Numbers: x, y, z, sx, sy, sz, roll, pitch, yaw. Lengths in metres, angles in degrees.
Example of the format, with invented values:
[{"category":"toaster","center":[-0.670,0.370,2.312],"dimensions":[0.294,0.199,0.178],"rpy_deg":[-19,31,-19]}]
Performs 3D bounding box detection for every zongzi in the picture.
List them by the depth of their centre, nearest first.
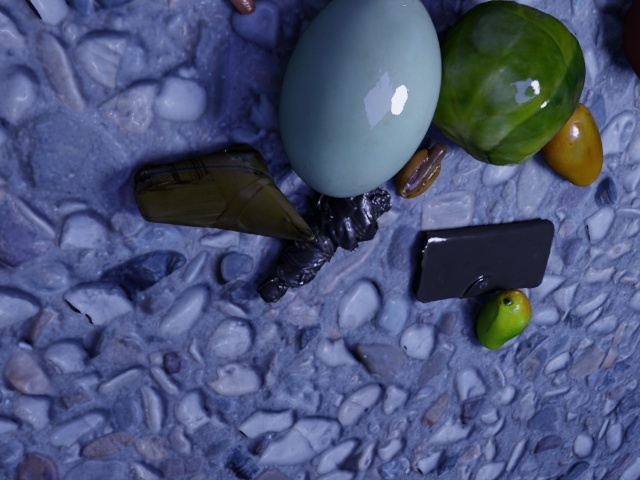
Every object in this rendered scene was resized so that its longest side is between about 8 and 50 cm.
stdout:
[{"category":"zongzi","center":[-0.180,-0.049,1.196],"dimensions":[0.260,0.289,0.123],"rpy_deg":[-14,132,-19]}]

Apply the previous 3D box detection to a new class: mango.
[{"category":"mango","center":[0.588,-0.212,1.578],"dimensions":[0.138,0.113,0.253],"rpy_deg":[-43,131,-5]},{"category":"mango","center":[0.462,0.200,1.706],"dimensions":[0.126,0.111,0.232],"rpy_deg":[-7,143,-4]}]

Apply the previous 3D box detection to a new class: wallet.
[{"category":"wallet","center":[0.396,0.051,1.653],"dimensions":[0.378,0.051,0.197],"rpy_deg":[-5,118,-21]}]

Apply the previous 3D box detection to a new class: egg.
[{"category":"egg","center":[0.069,-0.264,1.211],"dimensions":[0.276,0.276,0.388],"rpy_deg":[9,106,-28]}]

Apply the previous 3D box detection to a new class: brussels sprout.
[{"category":"brussels sprout","center":[0.363,-0.296,1.329],"dimensions":[0.354,0.282,0.289],"rpy_deg":[74,37,-56]}]

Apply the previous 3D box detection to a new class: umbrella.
[{"category":"umbrella","center":[0.011,0.005,1.417],"dimensions":[0.154,0.128,0.336],"rpy_deg":[29,106,-17]}]

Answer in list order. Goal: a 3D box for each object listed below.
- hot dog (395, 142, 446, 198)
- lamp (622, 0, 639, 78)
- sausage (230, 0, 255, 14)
[{"category":"hot dog","center":[0.221,-0.151,1.467],"dimensions":[0.140,0.060,0.090],"rpy_deg":[-48,128,-1]},{"category":"lamp","center":[0.810,-0.468,1.459],"dimensions":[0.303,0.257,0.303],"rpy_deg":[-6,118,-11]},{"category":"sausage","center":[-0.160,-0.472,1.145],"dimensions":[0.043,0.043,0.186],"rpy_deg":[-29,123,-10]}]
